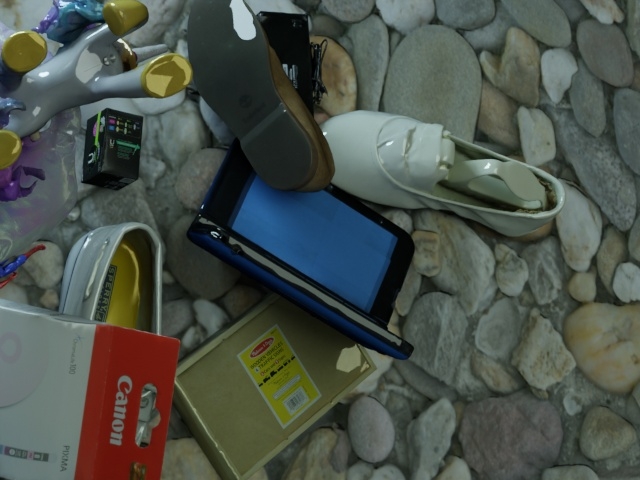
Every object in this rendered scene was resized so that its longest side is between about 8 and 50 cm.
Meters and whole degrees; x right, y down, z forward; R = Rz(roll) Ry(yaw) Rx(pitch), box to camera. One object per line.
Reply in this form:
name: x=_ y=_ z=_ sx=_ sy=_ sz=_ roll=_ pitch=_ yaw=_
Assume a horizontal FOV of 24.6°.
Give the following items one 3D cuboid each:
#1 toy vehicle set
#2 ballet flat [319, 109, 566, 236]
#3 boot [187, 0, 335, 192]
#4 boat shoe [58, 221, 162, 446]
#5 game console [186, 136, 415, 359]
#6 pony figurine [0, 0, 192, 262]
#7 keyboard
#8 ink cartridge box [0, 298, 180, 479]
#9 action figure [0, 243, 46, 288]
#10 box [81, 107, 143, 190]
toy vehicle set: x=-0.063 y=0.169 z=1.870 sx=0.267 sy=0.035 sz=0.166 roll=-36 pitch=100 yaw=-34
ballet flat: x=0.179 y=-0.102 z=2.039 sx=0.400 sy=0.139 sz=0.139 roll=16 pitch=70 yaw=-30
boot: x=-0.077 y=-0.189 z=1.901 sx=0.115 sy=0.112 sz=0.305 roll=11 pitch=49 yaw=-64
boat shoe: x=-0.232 y=0.151 z=1.686 sx=0.136 sy=0.156 sz=0.367 roll=18 pitch=69 yaw=-29
game console: x=0.000 y=0.000 z=1.839 sx=0.293 sy=0.250 sz=0.173 roll=31 pitch=84 yaw=-13
pony figurine: x=-0.314 y=-0.150 z=1.591 sx=0.351 sy=0.363 sz=0.302 roll=-25 pitch=99 yaw=-8
keyboard: x=-0.040 y=-0.215 z=1.983 sx=0.100 sy=0.038 sz=0.192 roll=3 pitch=74 yaw=-17
ink cartridge box: x=-0.280 y=0.174 z=1.586 sx=0.066 sy=0.232 sz=0.189 roll=-12 pitch=112 yaw=-68
action figure: x=-0.371 y=0.031 z=1.701 sx=0.115 sy=0.030 sz=0.038 roll=-44 pitch=109 yaw=-31
box: x=-0.254 y=-0.111 z=1.790 sx=0.052 sy=0.062 sz=0.083 roll=11 pitch=72 yaw=-31
